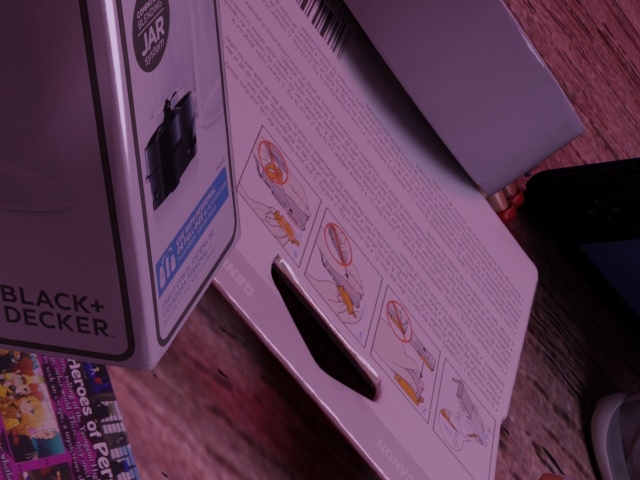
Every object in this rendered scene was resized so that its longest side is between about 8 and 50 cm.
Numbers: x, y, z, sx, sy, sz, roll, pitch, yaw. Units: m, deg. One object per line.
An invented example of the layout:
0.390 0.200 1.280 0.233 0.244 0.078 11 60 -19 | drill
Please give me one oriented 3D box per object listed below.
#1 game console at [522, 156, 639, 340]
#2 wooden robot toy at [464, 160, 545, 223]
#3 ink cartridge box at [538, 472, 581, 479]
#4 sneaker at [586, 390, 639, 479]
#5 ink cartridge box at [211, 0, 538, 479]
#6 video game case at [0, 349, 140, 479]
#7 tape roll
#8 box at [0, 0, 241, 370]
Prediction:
0.287 0.089 1.039 0.293 0.250 0.173 45 56 -32 | game console
0.138 -0.064 1.025 0.076 0.079 0.173 58 32 -13 | wooden robot toy
0.097 0.221 0.756 0.179 0.045 0.145 -28 122 -52 | ink cartridge box
0.270 0.198 0.999 0.086 0.132 0.229 3 67 -57 | sneaker
0.000 0.000 0.780 0.296 0.066 0.261 51 34 -23 | ink cartridge box
-0.126 0.142 0.510 0.210 0.041 0.232 -5 74 -58 | video game case
0.069 -0.136 0.897 0.219 0.072 0.219 53 9 -12 | tape roll
-0.123 -0.112 0.448 0.087 0.169 0.290 -59 150 -53 | box
